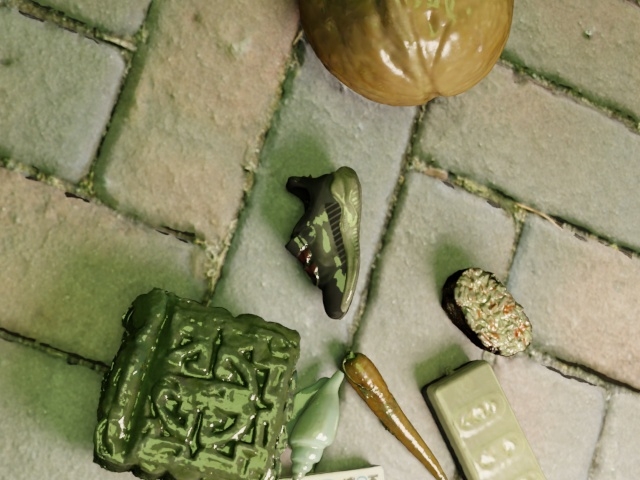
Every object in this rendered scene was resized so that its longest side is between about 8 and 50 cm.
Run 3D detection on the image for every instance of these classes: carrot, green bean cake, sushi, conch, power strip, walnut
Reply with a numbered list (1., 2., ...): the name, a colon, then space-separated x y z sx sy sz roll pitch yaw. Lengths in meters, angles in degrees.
1. carrot: 0.112 0.263 1.447 0.049 0.049 0.254 -40 98 -18
2. green bean cake: -0.163 0.207 1.312 0.254 0.132 0.241 18 70 -9
3. sushi: 0.251 0.110 1.492 0.090 0.078 0.150 -41 95 -18
4. conch: -0.015 0.265 1.396 0.065 0.088 0.180 43 56 -37
5. power strip: 0.247 0.302 1.466 0.105 0.070 0.257 -26 88 -19
6. walnut: 0.120 -0.359 1.424 0.332 0.333 0.333 3 81 -16

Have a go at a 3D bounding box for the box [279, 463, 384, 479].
1. box: -0.027 0.463 1.370 0.264 0.048 0.274 -2 81 -16

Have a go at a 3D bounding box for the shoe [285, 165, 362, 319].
1. shoe: 0.000 0.000 1.432 0.112 0.099 0.228 6 76 -9
